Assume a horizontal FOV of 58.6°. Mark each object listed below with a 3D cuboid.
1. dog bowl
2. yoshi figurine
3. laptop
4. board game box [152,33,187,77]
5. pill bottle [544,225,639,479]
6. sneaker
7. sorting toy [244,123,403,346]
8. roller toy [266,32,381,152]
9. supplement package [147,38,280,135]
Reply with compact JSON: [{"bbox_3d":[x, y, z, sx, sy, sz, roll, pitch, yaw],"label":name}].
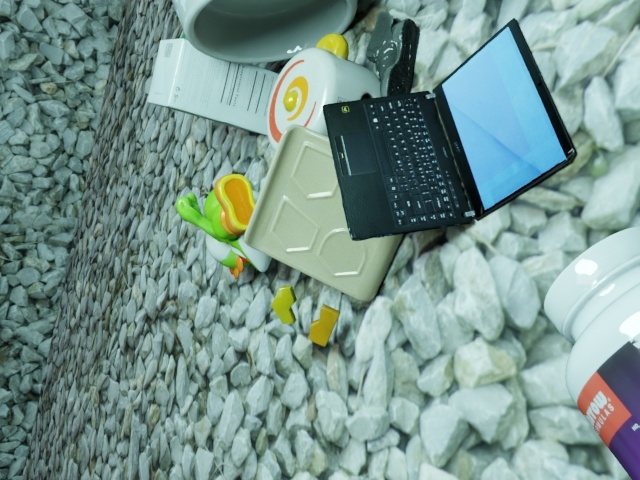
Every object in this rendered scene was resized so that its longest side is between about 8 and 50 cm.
[{"bbox_3d":[-0.093,-0.425,1.007,0.348,0.348,0.102,-17,82,51],"label":"dog bowl"},{"bbox_3d":[-0.159,-0.062,1.103,0.203,0.203,0.362,-61,10,-23],"label":"yoshi figurine"},{"bbox_3d":[0.150,-0.147,0.760,0.136,0.264,0.234,89,171,-62],"label":"laptop"},{"bbox_3d":[-0.231,-0.462,1.307,0.317,0.213,0.046,-29,94,47],"label":"board game box"},{"bbox_3d":[0.317,0.140,0.424,0.181,0.181,0.323,-56,42,28],"label":"pill bottle"},{"bbox_3d":[0.110,-0.298,0.932,0.089,0.051,0.170,6,82,54],"label":"sneaker"},{"bbox_3d":[0.000,0.000,0.900,0.041,0.229,0.307,-43,-24,-73],"label":"sorting toy"},{"bbox_3d":[0.002,-0.221,0.971,0.209,0.146,0.191,-42,51,39],"label":"roller toy"},{"bbox_3d":[-0.216,-0.320,1.209,0.139,0.244,0.134,25,102,52],"label":"supplement package"}]
